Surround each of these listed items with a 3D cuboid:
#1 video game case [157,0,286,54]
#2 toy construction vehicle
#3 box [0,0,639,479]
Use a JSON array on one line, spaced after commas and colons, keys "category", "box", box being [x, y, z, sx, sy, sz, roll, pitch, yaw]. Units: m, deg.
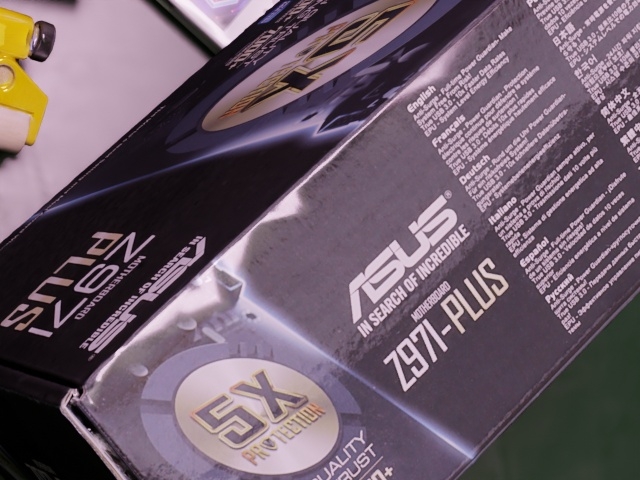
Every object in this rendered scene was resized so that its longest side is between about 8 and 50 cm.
[{"category": "video game case", "box": [-0.037, -0.118, 0.548, 0.122, 0.011, 0.087, 42, 72, -10]}, {"category": "toy construction vehicle", "box": [-0.101, -0.078, 0.508, 0.086, 0.035, 0.098, 11, 95, -26]}, {"category": "box", "box": [0.000, 0.000, 0.468, 0.180, 0.147, 0.077, -43, 109, -18]}]
